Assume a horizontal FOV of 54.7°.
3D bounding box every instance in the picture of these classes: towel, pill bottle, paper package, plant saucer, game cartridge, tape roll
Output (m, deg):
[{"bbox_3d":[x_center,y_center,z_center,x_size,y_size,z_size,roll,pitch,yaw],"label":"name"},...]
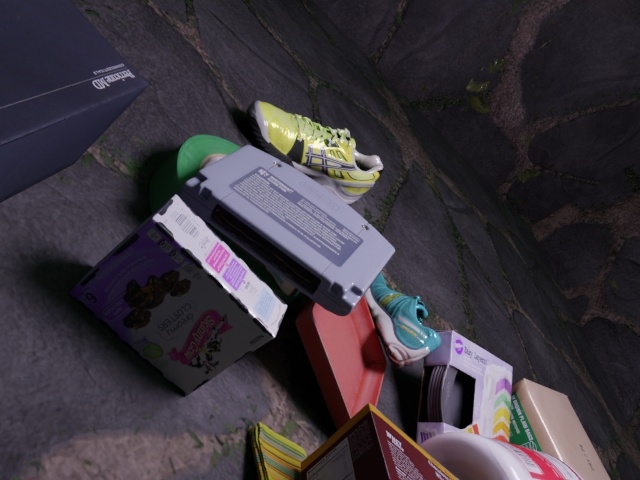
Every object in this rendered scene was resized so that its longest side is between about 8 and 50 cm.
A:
[{"bbox_3d":[-0.027,0.328,0.753,0.102,0.021,0.237,37,12,-30],"label":"towel"},{"bbox_3d":[0.317,0.456,1.019,0.408,0.229,0.229,28,34,-43],"label":"pill bottle"},{"bbox_3d":[0.498,0.498,1.348,0.310,0.168,0.324,29,35,-47],"label":"paper package"},{"bbox_3d":[0.037,0.171,1.036,0.259,0.048,0.258,-59,132,-65],"label":"plant saucer"},{"bbox_3d":[-0.038,-0.027,0.935,0.297,0.062,0.198,36,31,7],"label":"game cartridge"},{"bbox_3d":[-0.136,-0.029,1.045,0.321,0.077,0.321,41,27,-26],"label":"tape roll"}]

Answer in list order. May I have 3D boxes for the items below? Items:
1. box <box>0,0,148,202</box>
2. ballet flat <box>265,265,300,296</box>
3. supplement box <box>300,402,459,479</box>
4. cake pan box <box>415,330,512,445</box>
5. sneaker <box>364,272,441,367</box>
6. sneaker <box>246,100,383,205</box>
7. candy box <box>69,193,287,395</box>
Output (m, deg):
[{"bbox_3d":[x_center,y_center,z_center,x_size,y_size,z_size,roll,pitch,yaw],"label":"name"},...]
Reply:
[{"bbox_3d":[-0.415,-0.197,0.651,0.312,0.179,0.343,48,25,-10],"label":"box"},{"bbox_3d":[-0.026,0.006,1.017,0.086,0.086,0.248,51,25,-5],"label":"ballet flat"},{"bbox_3d":[0.091,0.343,0.751,0.191,0.129,0.194,43,9,-16],"label":"supplement box"},{"bbox_3d":[0.284,0.327,1.208,0.267,0.070,0.245,33,56,-39],"label":"cake pan box"},{"bbox_3d":[0.155,0.148,1.234,0.275,0.110,0.107,-114,-178,-57],"label":"sneaker"},{"bbox_3d":[-0.009,-0.226,1.444,0.385,0.147,0.145,29,36,-40],"label":"sneaker"},{"bbox_3d":[-0.168,0.072,0.747,0.196,0.165,0.070,46,26,-14],"label":"candy box"}]
